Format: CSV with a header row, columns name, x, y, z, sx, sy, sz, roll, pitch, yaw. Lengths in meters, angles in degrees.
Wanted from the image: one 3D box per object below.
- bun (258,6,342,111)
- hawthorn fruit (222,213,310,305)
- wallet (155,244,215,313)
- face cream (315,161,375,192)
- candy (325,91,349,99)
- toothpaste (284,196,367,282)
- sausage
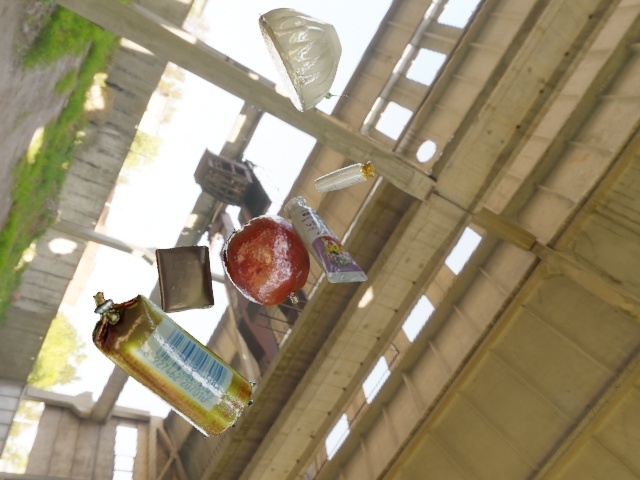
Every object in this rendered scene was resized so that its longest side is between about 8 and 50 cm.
name,x,y,z,sx,sy,sz,roll,pitch,yaw
bun,-0.032,-0.479,1.199,0.175,0.263,0.263,-26,-147,-2
hawthorn fruit,-0.160,0.075,1.475,0.265,0.307,0.265,-29,-176,2
wallet,-0.457,0.130,1.596,0.049,0.182,0.229,139,-57,-61
face cream,0.075,-0.190,1.425,0.182,0.072,0.051,-16,-113,18
candy,0.053,-0.470,1.532,0.023,0.083,0.025,72,32,-62
toothpaste,0.000,0.000,1.170,0.299,0.114,0.073,53,-52,40
sausage,-0.269,0.203,0.809,0.125,0.317,0.117,-41,-166,20
